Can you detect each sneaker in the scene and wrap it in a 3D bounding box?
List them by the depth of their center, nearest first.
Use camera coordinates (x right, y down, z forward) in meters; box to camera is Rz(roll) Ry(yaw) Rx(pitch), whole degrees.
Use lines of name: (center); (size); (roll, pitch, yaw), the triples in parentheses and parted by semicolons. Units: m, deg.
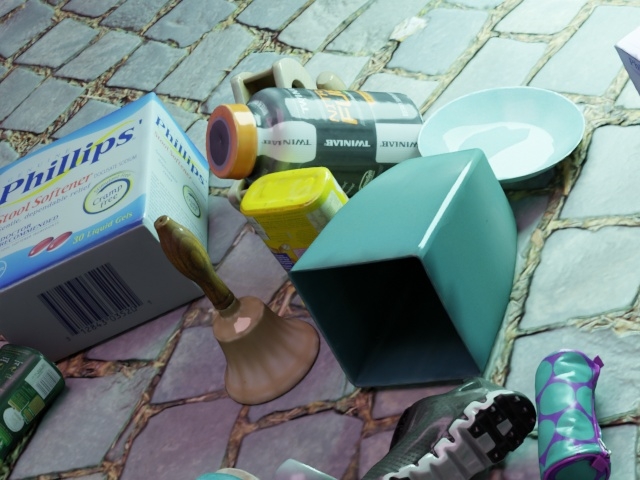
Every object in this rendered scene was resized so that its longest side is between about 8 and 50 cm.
sneaker: (0.099, 0.216, 1.691); (0.234, 0.078, 0.106); (-38, 27, -5)

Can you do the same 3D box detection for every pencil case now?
pencil case: (0.239, 0.172, 1.625); (0.070, 0.064, 0.151); (-23, 35, 20)

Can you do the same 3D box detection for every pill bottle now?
pill bottle: (-0.009, -0.114, 2.025); (0.246, 0.130, 0.130); (-1, 20, -29)

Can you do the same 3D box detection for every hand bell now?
hand bell: (-0.115, 0.060, 1.915); (0.126, 0.242, 0.126); (-24, 35, 18)

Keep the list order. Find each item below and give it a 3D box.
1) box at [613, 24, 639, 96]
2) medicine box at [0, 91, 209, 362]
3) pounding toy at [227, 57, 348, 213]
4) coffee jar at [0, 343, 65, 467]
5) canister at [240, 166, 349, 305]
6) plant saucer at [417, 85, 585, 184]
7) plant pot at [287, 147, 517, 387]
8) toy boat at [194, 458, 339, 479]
box: (0.479, -0.202, 1.825); (0.243, 0.117, 0.213); (-36, 34, -2)
medicine box: (-0.294, -0.014, 2.250); (0.263, 0.149, 0.289); (-25, 36, 16)
pounding toy: (-0.020, -0.148, 2.166); (0.155, 0.154, 0.269); (-16, 39, 27)
coffee jar: (-0.404, 0.219, 2.121); (0.096, 0.079, 0.184); (9, 52, 43)
canister: (0.000, 0.000, 1.951); (0.126, 0.170, 0.073); (-5, 44, 37)
plant saucer: (0.211, -0.113, 1.994); (0.195, 0.037, 0.195); (-8, 35, 5)
plant pot: (0.111, 0.015, 1.853); (0.166, 0.165, 0.234); (-9, 34, 35)
toy boat: (-0.066, 0.298, 1.591); (0.318, 0.148, 0.267); (-36, 40, 32)
